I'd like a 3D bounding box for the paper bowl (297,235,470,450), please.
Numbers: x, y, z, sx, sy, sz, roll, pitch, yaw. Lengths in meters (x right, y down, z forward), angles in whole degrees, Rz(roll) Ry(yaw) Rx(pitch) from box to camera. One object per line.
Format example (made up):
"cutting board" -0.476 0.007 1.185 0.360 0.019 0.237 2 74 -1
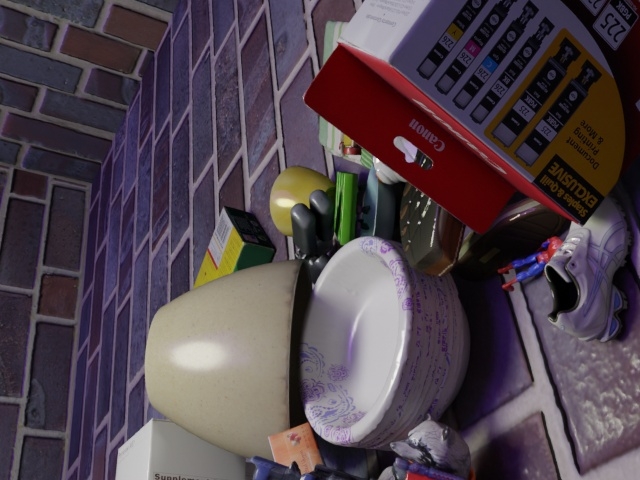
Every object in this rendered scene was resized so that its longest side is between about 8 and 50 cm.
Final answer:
"paper bowl" 0.095 0.144 1.083 0.284 0.148 0.284 -38 45 52

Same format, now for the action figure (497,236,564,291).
"action figure" 0.264 0.024 0.942 0.115 0.030 0.038 -40 49 48

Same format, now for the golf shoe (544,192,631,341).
"golf shoe" 0.283 0.019 0.847 0.069 0.086 0.176 -29 51 58

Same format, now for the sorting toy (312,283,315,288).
"sorting toy" -0.021 0.111 1.454 0.075 0.045 0.083 -21 58 37

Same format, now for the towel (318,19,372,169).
"towel" 0.075 -0.251 1.368 0.325 0.038 0.247 -142 52 -63

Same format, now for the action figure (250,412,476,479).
"action figure" 0.069 0.356 0.945 0.178 0.341 0.330 -11 -55 -80

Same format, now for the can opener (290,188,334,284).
"can opener" 0.000 0.000 1.318 0.093 0.074 0.280 48 168 18

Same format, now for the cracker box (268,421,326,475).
"cracker box" -0.001 0.391 1.106 0.155 0.067 0.232 -114 6 -50

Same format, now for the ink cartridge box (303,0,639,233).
"ink cartridge box" 0.185 -0.158 0.801 0.271 0.309 0.130 -55 30 6

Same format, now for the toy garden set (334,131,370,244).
"toy garden set" 0.056 -0.104 1.278 0.244 0.049 0.203 -103 16 -84

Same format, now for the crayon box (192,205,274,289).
"crayon box" -0.218 0.107 1.782 0.318 0.081 0.202 -66 28 18

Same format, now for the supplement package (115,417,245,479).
"supplement package" -0.236 0.467 1.285 0.177 0.175 0.292 -44 39 46

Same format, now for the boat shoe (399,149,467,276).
"boat shoe" 0.187 -0.103 1.015 0.122 0.120 0.324 130 156 -59

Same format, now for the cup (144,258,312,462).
"cup" -0.143 0.193 1.264 0.331 0.237 0.331 0 -90 -84

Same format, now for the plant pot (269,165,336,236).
"plant pot" -0.012 -0.068 1.435 0.095 0.134 0.134 9 86 42

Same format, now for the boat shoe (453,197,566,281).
"boat shoe" 0.233 -0.019 0.991 0.190 0.068 0.072 -39 29 49

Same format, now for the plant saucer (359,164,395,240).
"plant saucer" 0.092 -0.028 1.246 0.195 0.038 0.194 -174 90 -86

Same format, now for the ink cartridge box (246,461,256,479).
"ink cartridge box" -0.121 0.544 1.351 0.198 0.115 0.273 -67 28 16

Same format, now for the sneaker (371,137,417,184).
"sneaker" 0.178 -0.198 1.171 0.121 0.099 0.262 12 79 36
